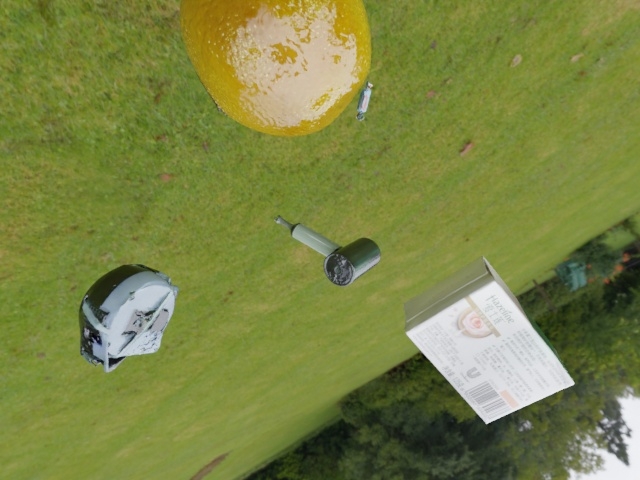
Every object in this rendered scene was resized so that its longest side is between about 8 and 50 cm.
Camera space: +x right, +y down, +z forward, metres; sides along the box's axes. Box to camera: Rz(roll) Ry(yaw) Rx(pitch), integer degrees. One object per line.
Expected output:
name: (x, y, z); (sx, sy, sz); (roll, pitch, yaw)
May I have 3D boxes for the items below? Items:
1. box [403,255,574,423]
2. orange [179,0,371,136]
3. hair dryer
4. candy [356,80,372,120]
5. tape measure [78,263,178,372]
box: (0.226, 0.139, 0.584); (0.135, 0.199, 0.081); (-36, -164, 20)
orange: (-0.052, -0.241, 0.513); (0.236, 0.236, 0.236); (-21, 159, -8)
hair dryer: (0.000, 0.000, 0.724); (0.100, 0.198, 0.057); (-28, 142, -52)
candy: (0.095, -0.301, 0.916); (0.020, 0.030, 0.083); (0, 119, -29)
tape measure: (-0.184, 0.071, 0.404); (0.091, 0.054, 0.094); (-14, 129, -62)
